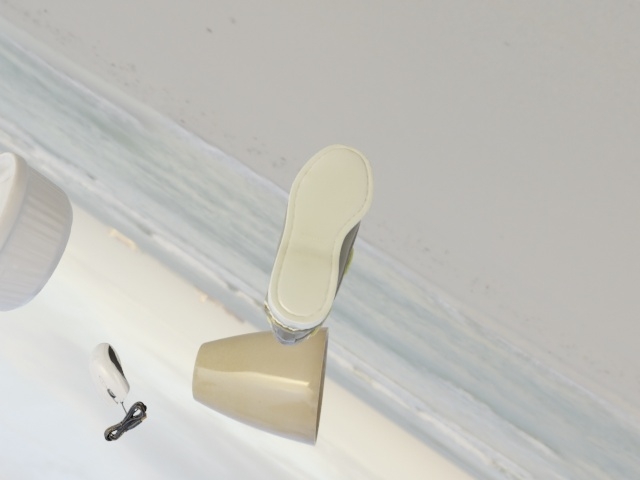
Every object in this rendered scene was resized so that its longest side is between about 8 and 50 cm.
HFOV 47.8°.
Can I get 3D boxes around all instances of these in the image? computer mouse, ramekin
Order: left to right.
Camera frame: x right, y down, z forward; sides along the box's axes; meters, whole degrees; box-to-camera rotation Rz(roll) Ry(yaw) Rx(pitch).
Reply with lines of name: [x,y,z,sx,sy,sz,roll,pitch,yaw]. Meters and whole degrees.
ramekin: [-0.536,-0.005,1.230,0.127,0.273,0.273,31,176,-39]
computer mouse: [-0.422,0.295,1.449,0.193,0.106,0.042,60,-164,18]

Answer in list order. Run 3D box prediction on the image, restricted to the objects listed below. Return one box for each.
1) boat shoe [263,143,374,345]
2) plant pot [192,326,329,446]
boat shoe: [-0.004,-0.001,0.972,0.109,0.305,0.091,19,145,0]
plant pot: [-0.131,0.303,1.577,0.274,0.256,0.256,5,168,4]
